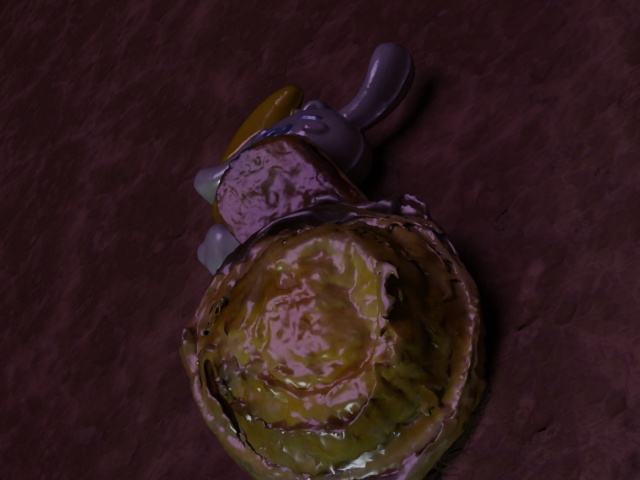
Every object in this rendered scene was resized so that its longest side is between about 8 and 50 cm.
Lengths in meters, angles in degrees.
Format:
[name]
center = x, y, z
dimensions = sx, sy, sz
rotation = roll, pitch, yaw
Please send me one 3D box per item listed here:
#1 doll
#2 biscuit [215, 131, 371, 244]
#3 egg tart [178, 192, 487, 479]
[doll]
center = -0.024, -0.069, 1.313
dimensions = 0.252, 0.111, 0.237
rotation = -17, 50, 37
[biscuit]
center = 0.000, 0.000, 1.202
dimensions = 0.118, 0.029, 0.247
rotation = -44, 66, 5
[egg tart]
center = 0.007, 0.074, 1.089
dimensions = 0.291, 0.107, 0.290
rotation = -9, 65, 21
